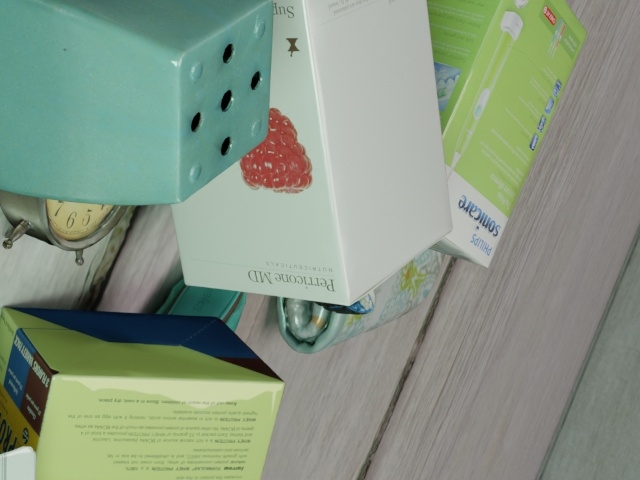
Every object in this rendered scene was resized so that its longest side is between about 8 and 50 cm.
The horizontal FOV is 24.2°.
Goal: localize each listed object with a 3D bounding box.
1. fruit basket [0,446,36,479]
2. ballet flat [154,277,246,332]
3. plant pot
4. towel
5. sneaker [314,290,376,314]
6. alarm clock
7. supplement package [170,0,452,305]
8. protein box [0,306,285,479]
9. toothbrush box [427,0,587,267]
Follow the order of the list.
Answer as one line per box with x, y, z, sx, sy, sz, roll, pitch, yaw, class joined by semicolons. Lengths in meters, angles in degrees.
-0.352;0.316;1.009;0.353;0.165;0.327;-12;119;-28;fruit basket
-0.151;0.125;1.381;0.247;0.083;0.087;-49;164;-34;ballet flat
-0.157;-0.124;0.965;0.166;0.234;0.165;-41;144;-46;plant pot
0.086;-0.068;1.711;0.320;0.090;0.374;-11;120;-62;towel
0.000;0.000;1.535;0.190;0.071;0.083;48;48;-29;sneaker
-0.186;-0.079;1.150;0.192;0.064;0.129;-67;156;1;alarm clock
-0.020;-0.118;1.231;0.175;0.177;0.293;-33;121;-49;supplement package
-0.165;0.175;1.215;0.200;0.136;0.201;5;108;-30;protein box
0.141;-0.142;1.529;0.206;0.122;0.283;31;80;-58;toothbrush box
